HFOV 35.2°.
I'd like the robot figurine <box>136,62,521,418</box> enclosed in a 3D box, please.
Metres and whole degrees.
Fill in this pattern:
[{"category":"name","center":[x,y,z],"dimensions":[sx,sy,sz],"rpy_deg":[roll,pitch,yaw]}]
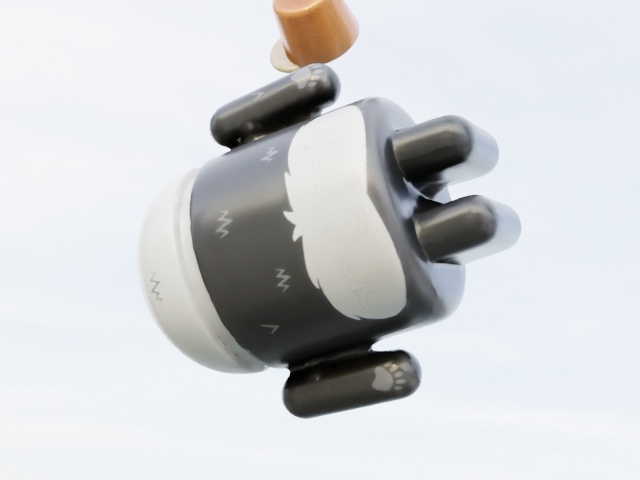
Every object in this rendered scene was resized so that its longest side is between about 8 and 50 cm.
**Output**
[{"category":"robot figurine","center":[0.000,-0.002,0.744],"dimensions":[0.278,0.209,0.173],"rpy_deg":[-19,-50,22]}]

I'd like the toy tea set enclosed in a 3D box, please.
[{"category":"toy tea set","center":[0.052,-0.287,1.014],"dimensions":[0.200,0.336,0.124],"rpy_deg":[29,-21,40]}]
